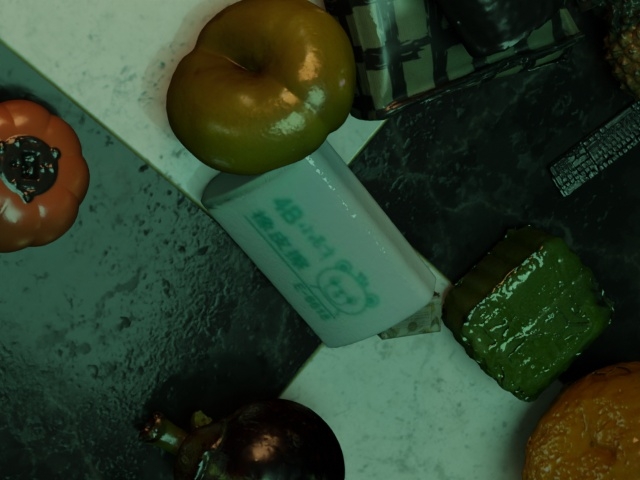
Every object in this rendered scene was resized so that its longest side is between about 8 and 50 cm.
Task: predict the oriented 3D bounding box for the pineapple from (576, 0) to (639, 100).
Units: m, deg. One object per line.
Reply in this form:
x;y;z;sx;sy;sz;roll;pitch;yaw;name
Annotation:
0.436;-0.322;1.700;0.128;0.128;0.248;-37;109;-6;pineapple

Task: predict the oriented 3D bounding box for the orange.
0.475;0.355;1.770;0.293;0.340;0.340;34;91;-34;orange

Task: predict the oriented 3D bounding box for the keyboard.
0.426;-0.141;1.794;0.195;0.018;0.060;-37;109;-7;keyboard

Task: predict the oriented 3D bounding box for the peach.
-0.071;-0.191;1.499;0.251;0.251;0.153;-47;133;-3;peach

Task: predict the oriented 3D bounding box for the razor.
0.171;-0.392;1.440;0.189;0.107;0.327;-39;107;-16;razor

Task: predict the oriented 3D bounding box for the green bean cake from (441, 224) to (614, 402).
0.302;0.107;1.763;0.214;0.113;0.200;-42;115;-4;green bean cake

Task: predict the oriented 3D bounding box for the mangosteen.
-0.109;0.306;1.646;0.289;0.231;0.231;31;93;16;mangosteen

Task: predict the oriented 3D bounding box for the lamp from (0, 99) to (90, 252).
-0.380;-0.076;1.469;0.188;0.164;0.187;5;79;-28;lamp

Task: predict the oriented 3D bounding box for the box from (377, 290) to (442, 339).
0.125;0.105;1.741;0.098;0.045;0.062;-9;107;-18;box

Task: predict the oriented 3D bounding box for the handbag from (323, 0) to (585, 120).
0.157;-0.353;1.576;0.327;0.162;0.325;-18;105;-15;handbag

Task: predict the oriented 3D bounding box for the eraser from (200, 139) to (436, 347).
0.000;0.000;1.617;0.189;0.104;0.290;-29;114;25;eraser
